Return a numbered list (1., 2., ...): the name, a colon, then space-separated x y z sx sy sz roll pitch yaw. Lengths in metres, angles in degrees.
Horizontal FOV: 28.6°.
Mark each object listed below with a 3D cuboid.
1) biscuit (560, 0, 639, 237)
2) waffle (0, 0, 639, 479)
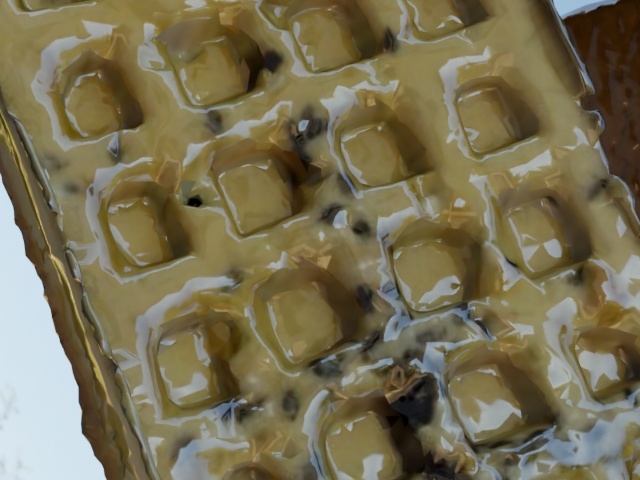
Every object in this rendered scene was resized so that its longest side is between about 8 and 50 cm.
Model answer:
1. biscuit: 0.200 -0.016 0.677 0.262 0.037 0.262 23 -46 26
2. waffle: 0.000 0.000 0.543 0.376 0.261 0.114 70 -21 10
